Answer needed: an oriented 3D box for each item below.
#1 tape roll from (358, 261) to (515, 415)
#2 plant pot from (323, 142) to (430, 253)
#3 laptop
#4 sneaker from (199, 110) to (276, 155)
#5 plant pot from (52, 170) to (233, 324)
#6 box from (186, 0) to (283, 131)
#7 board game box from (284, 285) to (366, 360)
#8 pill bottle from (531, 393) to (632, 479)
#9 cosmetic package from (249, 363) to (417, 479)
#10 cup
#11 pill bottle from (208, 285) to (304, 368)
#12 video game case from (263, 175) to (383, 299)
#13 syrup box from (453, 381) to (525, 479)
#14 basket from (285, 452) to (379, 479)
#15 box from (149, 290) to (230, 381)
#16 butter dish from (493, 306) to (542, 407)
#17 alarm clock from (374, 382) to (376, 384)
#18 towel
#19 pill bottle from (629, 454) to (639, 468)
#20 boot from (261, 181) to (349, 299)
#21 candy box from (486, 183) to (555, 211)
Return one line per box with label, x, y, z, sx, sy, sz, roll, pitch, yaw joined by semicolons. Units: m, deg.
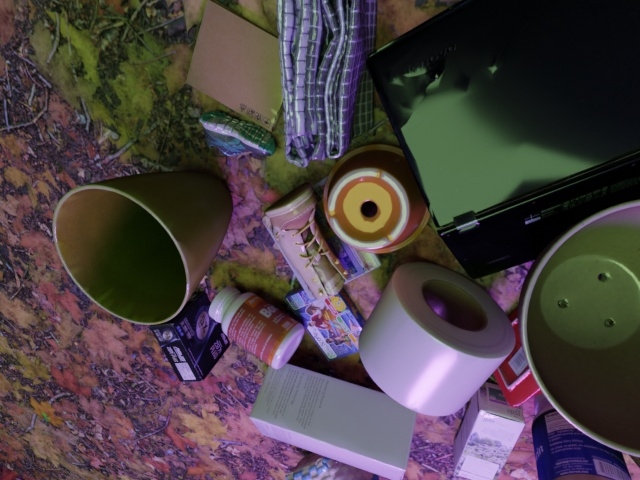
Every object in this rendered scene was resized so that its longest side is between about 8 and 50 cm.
tape roll;0.215;0.180;0.806;0.246;0.246;0.169;26;122;5
plant pot;0.092;-0.065;0.728;0.205;0.188;0.205;3;103;13
laptop;0.339;-0.156;0.632;0.382;0.236;0.408;-22;150;22
sneaker;-0.168;-0.203;0.860;0.166;0.065;0.076;25;138;9
plant pot;-0.308;-0.030;0.851;0.274;0.293;0.275;8;119;15
box;-0.148;-0.329;0.801;0.201;0.021;0.164;31;122;3
board game box;0.024;0.186;0.998;0.136;0.035;0.201;-26;105;28
pill bottle;0.500;0.417;0.817;0.153;0.265;0.153;8;118;16
cosmetic package;0.035;0.439;1.021;0.365;0.155;0.197;13;145;11
cup;0.452;0.108;0.635;0.331;0.237;0.331;0;92;12
pill bottle;-0.156;0.201;1.010;0.216;0.121;0.121;30;123;16
video game case;0.000;0.000;0.896;0.193;0.023;0.212;-30;92;29
syrup box;0.382;0.447;0.971;0.093;0.096;0.237;12;119;11
basket;0.060;0.719;1.146;0.255;0.201;0.289;-38;68;32
box;-0.332;0.249;1.090;0.077;0.147;0.180;-11;111;24
butter dish;0.428;0.232;0.834;0.118;0.160;0.160;17;124;-17
alarm clock;0.216;0.299;0.973;0.129;0.064;0.192;30;125;3
towel;0.020;-0.276;0.647;0.121;0.235;0.284;5;118;10
pill bottle;0.665;0.345;0.745;0.224;0.224;0.392;-35;102;30
boot;-0.018;0.010;0.774;0.203;0.095;0.262;57;164;-3
candy box;0.354;-0.104;0.738;0.105;0.027;0.206;6;118;20
